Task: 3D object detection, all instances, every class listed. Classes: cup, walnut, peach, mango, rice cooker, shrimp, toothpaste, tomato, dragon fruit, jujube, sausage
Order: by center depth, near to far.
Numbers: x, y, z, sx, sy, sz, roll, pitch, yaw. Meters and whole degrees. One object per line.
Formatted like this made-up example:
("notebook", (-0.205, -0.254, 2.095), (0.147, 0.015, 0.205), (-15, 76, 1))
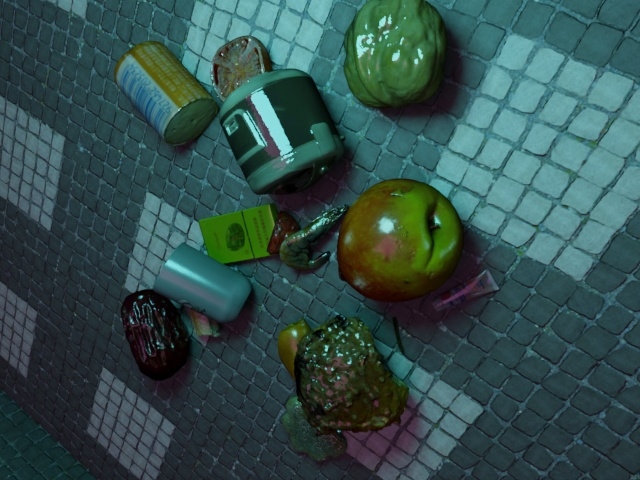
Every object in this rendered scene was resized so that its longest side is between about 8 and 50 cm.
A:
("walnut", (0.196, -0.492, 1.145), (0.282, 0.253, 0.276), (0, 97, 29))
("peach", (0.206, 0.004, 1.230), (0.370, 0.370, 0.370), (6, 105, 24))
("rice cooker", (-0.115, -0.301, 1.306), (0.335, 0.335, 0.325), (-24, 93, 28))
("toothpaste", (0.435, 0.160, 1.321), (0.194, 0.043, 0.067), (-31, 85, 23))
("tomato", (-0.247, -0.550, 1.432), (0.237, 0.095, 0.236), (8, 106, 28))
("shrimp", (0.000, 0.000, 1.462), (0.296, 0.058, 0.169), (-36, 126, 11))
("dragon fruit", (-0.116, -0.014, 1.492), (0.106, 0.083, 0.162), (19, 91, -10))
("sausage", (-0.532, -0.503, 1.503), (0.287, 0.233, 0.233), (46, 117, 8))
("mango", (-0.077, 0.414, 1.577), (0.154, 0.126, 0.252), (-3, 103, 37))
("cup", (-0.422, 0.166, 1.598), (0.312, 0.205, 0.205), (28, 115, -4))
("jujube", (-0.684, 0.385, 1.803), (0.258, 0.258, 0.376), (-11, 92, 27))

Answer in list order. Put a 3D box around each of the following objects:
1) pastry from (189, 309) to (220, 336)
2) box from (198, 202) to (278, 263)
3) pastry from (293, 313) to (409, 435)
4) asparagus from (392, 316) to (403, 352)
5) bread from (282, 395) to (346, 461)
("pastry", (-0.489, 0.270, 1.754), (0.122, 0.089, 0.258), (-15, 95, 20))
("box", (-0.295, -0.018, 1.615), (0.335, 0.047, 0.187), (-10, 99, 26))
("pastry", (0.072, 0.454, 1.410), (0.337, 0.292, 0.405), (-34, 97, 0))
("asparagus", (0.258, 0.316, 1.454), (0.018, 0.015, 0.127), (-10, 99, 28))
("bread", (-0.042, 0.751, 1.687), (0.286, 0.056, 0.207), (39, 114, 13))
